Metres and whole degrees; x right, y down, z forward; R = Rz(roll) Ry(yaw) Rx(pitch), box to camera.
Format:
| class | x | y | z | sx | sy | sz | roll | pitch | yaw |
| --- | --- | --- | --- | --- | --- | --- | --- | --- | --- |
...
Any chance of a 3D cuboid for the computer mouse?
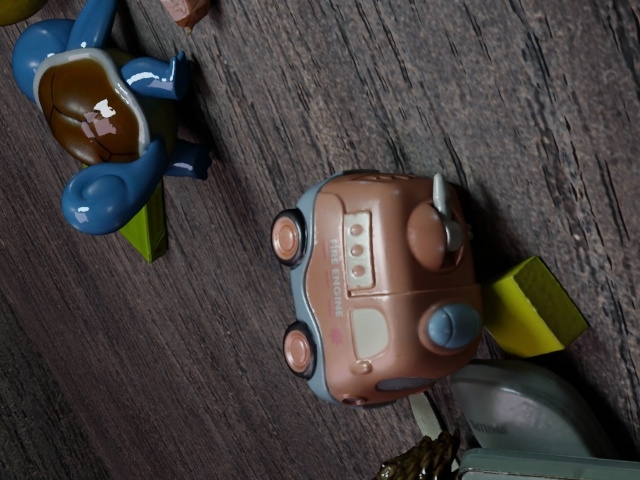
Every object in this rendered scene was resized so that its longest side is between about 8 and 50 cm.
| class | x | y | z | sx | sy | sz | roll | pitch | yaw |
| --- | --- | --- | --- | --- | --- | --- | --- | --- | --- |
| computer mouse | 0.268 | 0.267 | 1.428 | 0.331 | 0.095 | 0.197 | 54 | 156 | -15 |

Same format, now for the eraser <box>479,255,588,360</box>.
| class | x | y | z | sx | sy | sz | roll | pitch | yaw |
| --- | --- | --- | --- | --- | --- | --- | --- | --- | --- |
| eraser | 0.222 | 0.078 | 1.341 | 0.097 | 0.045 | 0.122 | 53 | 156 | -2 |

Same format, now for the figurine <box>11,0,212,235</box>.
| class | x | y | z | sx | sy | sz | roll | pitch | yaw |
| --- | --- | --- | --- | --- | --- | --- | --- | --- | --- |
| figurine | -0.289 | -0.180 | 1.761 | 0.416 | 0.243 | 0.298 | 61 | 175 | 39 |

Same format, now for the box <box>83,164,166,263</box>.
| class | x | y | z | sx | sy | sz | roll | pitch | yaw |
| --- | --- | --- | --- | --- | --- | --- | --- | --- | --- |
| box | -0.342 | -0.116 | 2.099 | 0.187 | 0.047 | 0.335 | 43 | 153 | 21 |

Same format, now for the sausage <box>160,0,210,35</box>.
| class | x | y | z | sx | sy | sz | roll | pitch | yaw |
| --- | --- | --- | --- | --- | --- | --- | --- | --- | --- |
| sausage | -0.186 | -0.334 | 1.502 | 0.065 | 0.065 | 0.169 | 4 | 128 | 59 |

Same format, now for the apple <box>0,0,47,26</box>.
| class | x | y | z | sx | sy | sz | roll | pitch | yaw |
| --- | --- | --- | --- | --- | --- | --- | --- | --- | --- |
| apple | -0.482 | -0.407 | 1.824 | 0.182 | 0.155 | 0.182 | 43 | 154 | 27 |

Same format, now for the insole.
| class | x | y | z | sx | sy | sz | roll | pitch | yaw |
| --- | --- | --- | --- | --- | --- | --- | --- | --- | --- |
| insole | 0.166 | 0.281 | 1.760 | 0.063 | 0.010 | 0.192 | 14 | 134 | 55 |

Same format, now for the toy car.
| class | x | y | z | sx | sy | sz | roll | pitch | yaw |
| --- | --- | --- | --- | --- | --- | --- | --- | --- | --- |
| toy car | 0.081 | 0.051 | 1.351 | 0.212 | 0.180 | 0.271 | -7 | 88 | 52 |

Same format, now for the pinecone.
| class | x | y | z | sx | sy | sz | roll | pitch | yaw |
| --- | --- | --- | --- | --- | --- | --- | --- | --- | --- |
| pinecone | 0.191 | 0.388 | 1.598 | 0.292 | 0.246 | 0.246 | 32 | 155 | -3 |

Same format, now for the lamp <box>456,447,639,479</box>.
| class | x | y | z | sx | sy | sz | roll | pitch | yaw |
| --- | --- | --- | --- | --- | --- | --- | --- | --- | --- |
| lamp | 0.302 | 0.342 | 1.374 | 0.266 | 0.047 | 0.269 | 2 | 130 | 26 |
